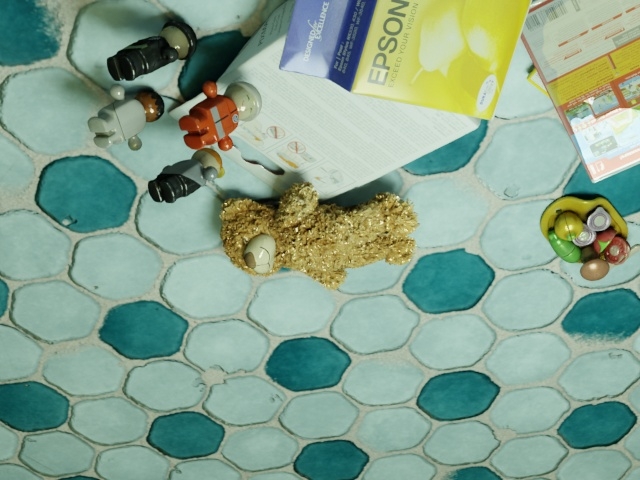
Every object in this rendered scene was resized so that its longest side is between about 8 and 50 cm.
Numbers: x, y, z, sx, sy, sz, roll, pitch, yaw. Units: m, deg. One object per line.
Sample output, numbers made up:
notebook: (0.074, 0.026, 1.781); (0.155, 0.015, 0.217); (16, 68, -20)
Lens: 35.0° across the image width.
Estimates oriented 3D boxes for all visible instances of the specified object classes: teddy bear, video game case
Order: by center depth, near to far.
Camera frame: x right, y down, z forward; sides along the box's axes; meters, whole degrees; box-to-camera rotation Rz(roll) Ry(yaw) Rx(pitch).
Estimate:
video game case: (0.426, -0.248, 1.458); (0.204, 0.025, 0.285); (-25, 104, 21)
teddy bear: (0.000, 0.000, 1.687); (0.338, 0.113, 0.245); (6, 150, -13)

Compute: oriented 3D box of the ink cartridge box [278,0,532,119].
ink cartridge box: (0.132, -0.329, 1.319); (0.307, 0.072, 0.304); (6, 114, -25)

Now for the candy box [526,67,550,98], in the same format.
candy box: (0.420, -0.217, 1.513); (0.206, 0.027, 0.105); (39, 124, -2)

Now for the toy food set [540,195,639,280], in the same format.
toy food set: (0.474, 0.011, 1.761); (0.128, 0.071, 0.218); (-32, 128, 26)

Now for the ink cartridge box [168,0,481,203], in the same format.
ink cartridge box: (0.004, -0.212, 1.546); (0.308, 0.091, 0.385); (34, 141, -31)

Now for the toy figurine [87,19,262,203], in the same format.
toy figurine: (-0.209, -0.183, 1.462); (0.213, 0.148, 0.209); (41, 135, 9)
